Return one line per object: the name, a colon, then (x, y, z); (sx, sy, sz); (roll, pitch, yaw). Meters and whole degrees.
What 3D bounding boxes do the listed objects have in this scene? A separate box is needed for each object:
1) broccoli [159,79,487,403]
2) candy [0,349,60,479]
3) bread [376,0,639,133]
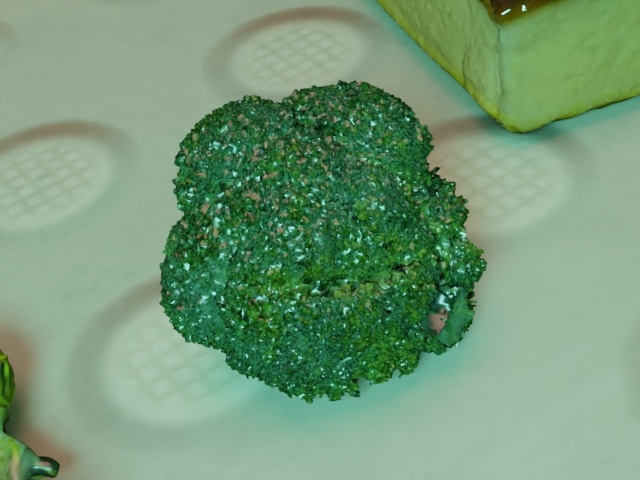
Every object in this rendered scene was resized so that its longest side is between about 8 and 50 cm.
broccoli: (0.000, 0.000, 0.642); (0.195, 0.196, 0.156); (2, 4, 14)
candy: (-0.162, 0.132, 0.605); (0.077, 0.073, 0.262); (-15, 42, -40)
bread: (0.212, -0.249, 0.893); (0.323, 0.143, 0.333); (-20, 41, -12)
